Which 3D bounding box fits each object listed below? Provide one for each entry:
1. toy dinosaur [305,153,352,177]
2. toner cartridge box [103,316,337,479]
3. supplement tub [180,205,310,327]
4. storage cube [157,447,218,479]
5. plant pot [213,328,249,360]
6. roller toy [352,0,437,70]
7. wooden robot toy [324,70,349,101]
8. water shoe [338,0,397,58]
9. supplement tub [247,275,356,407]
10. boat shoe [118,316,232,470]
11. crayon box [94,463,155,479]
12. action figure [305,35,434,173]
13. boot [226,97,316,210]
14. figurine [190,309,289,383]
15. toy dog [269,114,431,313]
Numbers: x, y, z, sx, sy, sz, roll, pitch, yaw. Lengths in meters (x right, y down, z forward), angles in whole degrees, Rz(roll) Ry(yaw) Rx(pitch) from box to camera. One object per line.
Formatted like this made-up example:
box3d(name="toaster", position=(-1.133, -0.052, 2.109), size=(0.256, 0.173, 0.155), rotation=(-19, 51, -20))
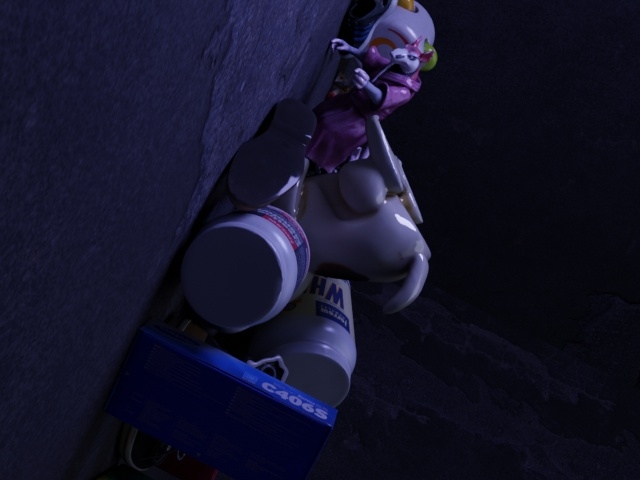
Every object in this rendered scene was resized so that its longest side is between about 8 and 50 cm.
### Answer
box3d(name="toy dinosaur", position=(0.002, -0.202, 2.195), size=(0.218, 0.164, 0.321), rotation=(-161, -88, -77))
box3d(name="toner cartridge box", position=(-0.163, 0.280, 1.410), size=(0.165, 0.348, 0.075), rotation=(-63, 178, 14))
box3d(name="supplement tub", position=(-0.126, 0.041, 1.486), size=(0.191, 0.191, 0.272), rotation=(-63, 178, 9))
box3d(name="storage cube", position=(-0.329, 0.509, 2.214), size=(0.215, 0.193, 0.183), rotation=(-62, 177, -5))
box3d(name="plant pot", position=(-0.227, 0.310, 2.016), size=(0.263, 0.263, 0.229), rotation=(102, -2, -80))
box3d(name="roller toy", position=(0.179, -0.501, 2.119), size=(0.191, 0.209, 0.146), rotation=(-18, -150, 39))
box3d(name="wooden robot toy", position=(0.055, -0.364, 2.256), size=(0.076, 0.079, 0.173), rotation=(-60, 176, -49))
box3d(name="water shoe", position=(0.082, -0.484, 1.874), size=(0.080, 0.073, 0.203), rotation=(1, 144, -39))
box3d(name="supplement tub", position=(-0.042, 0.204, 1.910), size=(0.324, 0.235, 0.235), rotation=(-94, -156, -52))
box3d(name="boat shoe", position=(-0.289, 0.340, 1.719), size=(0.186, 0.156, 0.500), rotation=(-63, 179, -43))
box3d(name="crayon box", position=(-0.472, 0.644, 1.698), size=(0.363, 0.106, 0.313), rotation=(-63, 176, -7))
box3d(name="action figure", position=(0.106, -0.279, 1.815), size=(0.370, 0.276, 0.248), rotation=(-34, -149, 27))
box3d(name="boot", position=(-0.094, -0.127, 1.505), size=(0.115, 0.112, 0.305), rotation=(-51, -172, 39))
box3d(name="figurine", position=(-0.181, 0.214, 1.724), size=(0.092, 0.214, 0.209), rotation=(-24, 180, -33))
box3d(name="toy dog", position=(0.000, 0.000, 1.740), size=(0.408, 0.395, 0.284), rotation=(-21, 165, 11))
